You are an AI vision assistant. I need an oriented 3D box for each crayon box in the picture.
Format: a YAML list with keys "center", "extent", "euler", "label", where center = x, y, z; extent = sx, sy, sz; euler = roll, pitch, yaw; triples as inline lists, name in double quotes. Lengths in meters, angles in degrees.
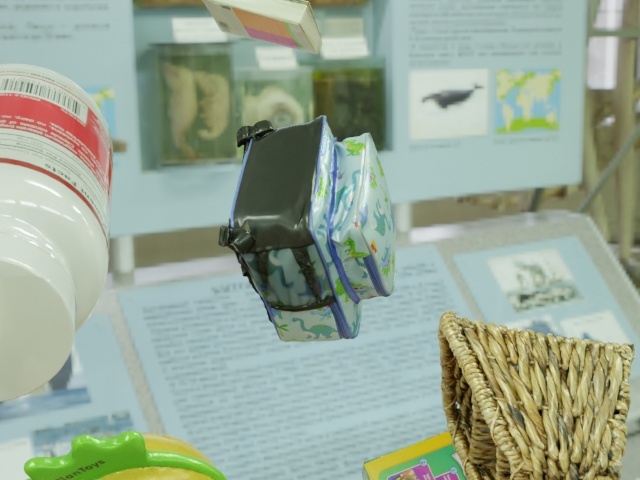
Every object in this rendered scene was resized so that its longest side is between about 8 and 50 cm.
- center: [0.183, 0.402, 1.388]
  extent: [0.165, 0.278, 0.081]
  euler: [-19, -25, -9]
  label: "crayon box"

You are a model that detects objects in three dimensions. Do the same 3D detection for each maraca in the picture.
- center: [-0.143, 0.192, 0.784]
  extent: [0.127, 0.185, 0.099]
  euler: [-29, 49, 12]
  label: "maraca"

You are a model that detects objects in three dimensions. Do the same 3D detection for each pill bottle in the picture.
- center: [-0.346, -0.019, 1.137]
  extent: [0.229, 0.229, 0.407]
  euler: [-3, 32, -8]
  label: "pill bottle"

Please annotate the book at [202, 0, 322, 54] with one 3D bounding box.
- center: [-0.076, -0.285, 1.347]
  extent: [0.144, 0.035, 0.096]
  euler: [17, -14, 17]
  label: "book"

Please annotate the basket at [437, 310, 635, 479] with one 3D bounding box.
- center: [0.230, 0.251, 1.218]
  extent: [0.223, 0.213, 0.299]
  euler: [9, -30, 12]
  label: "basket"

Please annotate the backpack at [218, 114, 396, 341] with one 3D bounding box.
- center: [0.000, 0.000, 0.586]
  extent: [0.084, 0.114, 0.105]
  euler: [-4, 46, 10]
  label: "backpack"
